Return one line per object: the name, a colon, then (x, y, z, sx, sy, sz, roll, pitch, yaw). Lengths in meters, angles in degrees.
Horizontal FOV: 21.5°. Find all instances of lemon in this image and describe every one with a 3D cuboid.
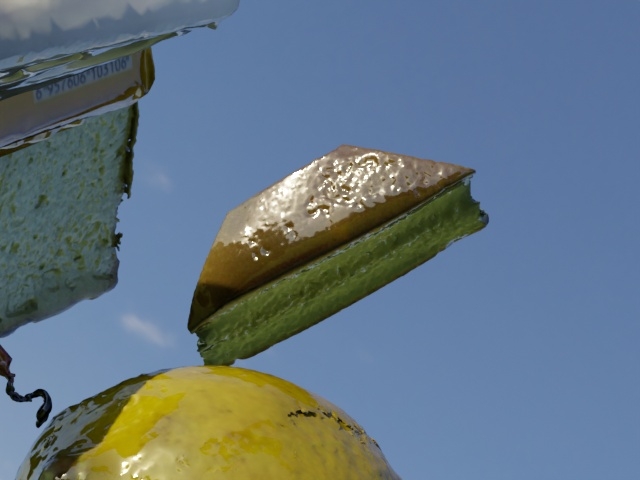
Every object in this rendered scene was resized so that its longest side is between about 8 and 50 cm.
lemon: (-0.074, 0.203, 1.082, 0.258, 0.258, 0.310, 16, -10, 38)

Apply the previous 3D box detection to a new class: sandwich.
sandwich: (-0.257, -0.046, 1.469, 0.087, 0.226, 0.251, 24, -57, 26)
sandwich: (0.000, 0.000, 1.328, 0.096, 0.258, 0.094, 61, -1, 31)

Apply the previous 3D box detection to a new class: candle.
candle: (-0.218, 0.044, 1.016, 0.167, 0.021, 0.026, 50, -26, -4)

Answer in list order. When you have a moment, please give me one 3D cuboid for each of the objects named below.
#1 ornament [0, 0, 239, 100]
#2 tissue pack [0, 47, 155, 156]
ornament: (-0.212, -0.131, 0.494, 0.239, 0.239, 0.240, -13, -85, 40)
tissue pack: (-0.314, -0.154, 0.994, 0.228, 0.382, 0.293, -11, -79, 32)
